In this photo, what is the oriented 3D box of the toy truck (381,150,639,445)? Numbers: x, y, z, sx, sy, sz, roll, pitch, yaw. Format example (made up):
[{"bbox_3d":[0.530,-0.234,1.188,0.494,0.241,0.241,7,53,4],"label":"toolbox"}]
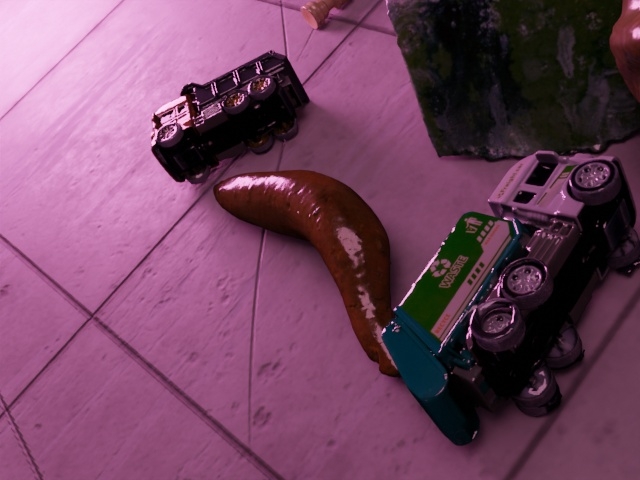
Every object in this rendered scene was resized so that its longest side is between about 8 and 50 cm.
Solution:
[{"bbox_3d":[0.157,0.041,0.638,0.124,0.114,0.253,17,63,44],"label":"toy truck"}]

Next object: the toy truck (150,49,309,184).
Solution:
[{"bbox_3d":[-0.111,-0.151,0.949,0.192,0.083,0.092,-25,47,7],"label":"toy truck"}]

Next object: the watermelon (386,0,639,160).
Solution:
[{"bbox_3d":[0.216,-0.242,0.796,0.264,0.151,0.302,-7,52,24],"label":"watermelon"}]

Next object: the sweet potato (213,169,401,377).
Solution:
[{"bbox_3d":[0.005,-0.004,0.781,0.346,0.079,0.108,45,111,42],"label":"sweet potato"}]

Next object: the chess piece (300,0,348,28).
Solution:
[{"bbox_3d":[0.019,-0.325,1.051,0.092,0.035,0.035,-41,47,-11],"label":"chess piece"}]

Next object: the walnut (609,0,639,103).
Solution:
[{"bbox_3d":[0.359,-0.170,0.564,0.277,0.253,0.282,-141,65,-73],"label":"walnut"}]
